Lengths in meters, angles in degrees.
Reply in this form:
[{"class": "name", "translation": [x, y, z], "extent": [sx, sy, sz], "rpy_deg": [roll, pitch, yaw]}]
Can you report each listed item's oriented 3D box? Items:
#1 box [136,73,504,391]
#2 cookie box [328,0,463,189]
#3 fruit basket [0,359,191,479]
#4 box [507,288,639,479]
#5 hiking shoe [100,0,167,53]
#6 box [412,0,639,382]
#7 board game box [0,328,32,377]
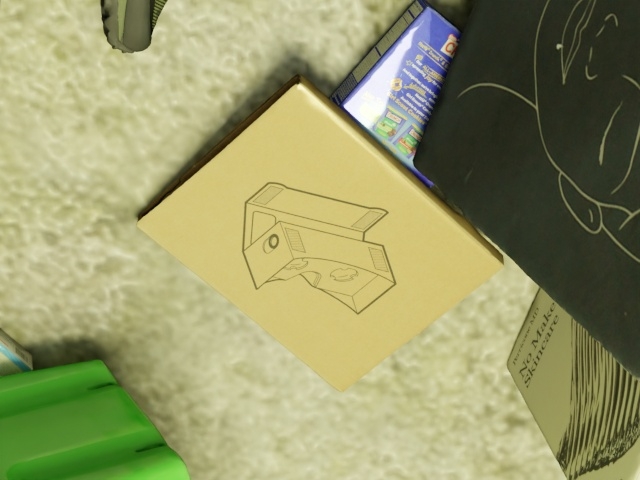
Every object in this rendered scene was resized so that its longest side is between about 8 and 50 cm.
[{"class": "box", "translation": [0.000, 0.000, 1.356], "extent": [0.201, 0.021, 0.164], "rpy_deg": [41, 116, -20]}, {"class": "cookie box", "translation": [0.068, -0.098, 1.342], "extent": [0.092, 0.040, 0.107], "rpy_deg": [39, 101, -20]}, {"class": "fruit basket", "translation": [-0.250, 0.292, 1.325], "extent": [0.392, 0.283, 0.392], "rpy_deg": [-11, 116, -23]}, {"class": "box", "translation": [0.214, 0.110, 1.317], "extent": [0.094, 0.275, 0.113], "rpy_deg": [18, 106, -15]}, {"class": "hiking shoe", "translation": [-0.068, -0.216, 1.252], "extent": [0.114, 0.086, 0.227], "rpy_deg": [19, 105, -12]}, {"class": "box", "translation": [0.339, -0.137, 1.118], "extent": [0.297, 0.472, 0.480], "rpy_deg": [13, 109, -25]}, {"class": "board game box", "translation": [-0.291, 0.072, 1.356], "extent": [0.103, 0.026, 0.154], "rpy_deg": [-43, 111, 8]}]
